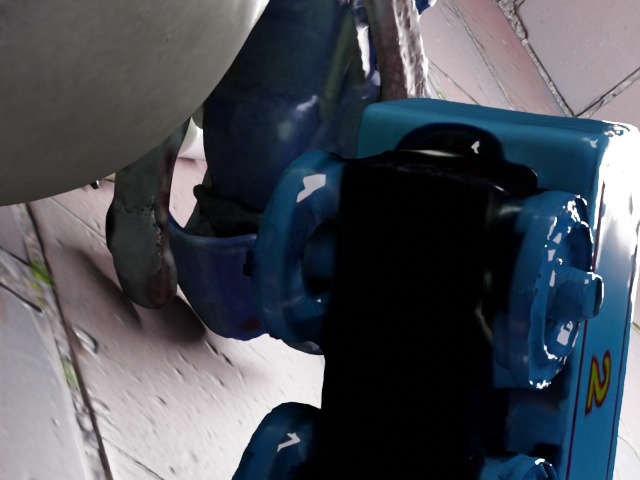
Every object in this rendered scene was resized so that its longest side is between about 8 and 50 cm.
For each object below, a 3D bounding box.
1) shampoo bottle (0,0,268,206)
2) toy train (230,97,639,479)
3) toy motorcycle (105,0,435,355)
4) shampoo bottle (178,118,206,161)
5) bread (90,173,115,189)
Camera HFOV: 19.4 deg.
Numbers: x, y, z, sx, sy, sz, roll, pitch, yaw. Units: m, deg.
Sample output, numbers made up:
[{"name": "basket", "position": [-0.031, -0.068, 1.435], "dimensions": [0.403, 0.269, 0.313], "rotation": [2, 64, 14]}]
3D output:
[{"name": "shampoo bottle", "position": [-0.177, -0.172, 0.843], "dimensions": [0.322, 0.322, 0.317], "rotation": [53, 22, 7]}, {"name": "toy train", "position": [0.074, 0.080, 1.045], "dimensions": [0.188, 0.300, 0.265], "rotation": [10, 11, 22]}, {"name": "toy motorcycle", "position": [-0.041, -0.077, 1.199], "dimensions": [0.241, 0.319, 0.182], "rotation": [2, 12, -25]}, {"name": "shampoo bottle", "position": [-0.104, -0.091, 1.372], "dimensions": [0.072, 0.043, 0.099], "rotation": [54, 17, 12]}, {"name": "bread", "position": [-0.236, -0.193, 1.203], "dimensions": [0.315, 0.279, 0.248], "rotation": [11, 0, 23]}]
